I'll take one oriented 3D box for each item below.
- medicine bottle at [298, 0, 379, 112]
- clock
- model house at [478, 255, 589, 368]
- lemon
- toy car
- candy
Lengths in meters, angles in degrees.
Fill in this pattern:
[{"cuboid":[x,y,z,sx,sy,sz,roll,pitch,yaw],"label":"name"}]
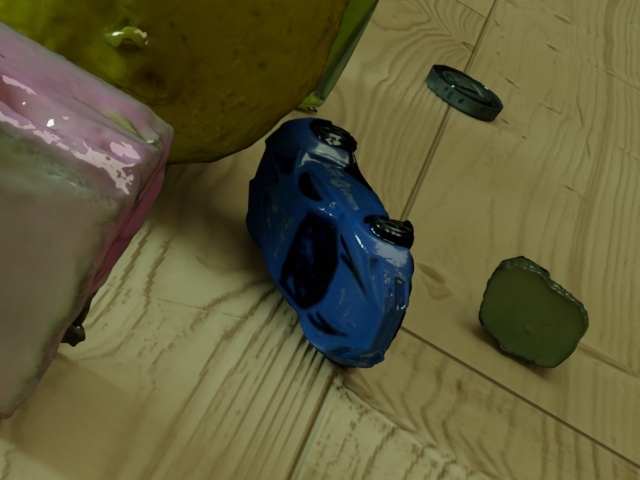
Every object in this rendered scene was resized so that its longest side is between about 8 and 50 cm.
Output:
[{"cuboid":[-0.089,-0.217,1.449,0.250,0.141,0.137,11,26,-42],"label":"medicine bottle"},{"cuboid":[0.145,-0.150,1.779,0.085,0.017,0.085,27,21,-11],"label":"clock"},{"cuboid":[0.157,0.045,1.284,0.079,0.066,0.083,33,20,3],"label":"model house"},{"cuboid":[-0.106,-0.189,1.179,0.268,0.268,0.322,28,31,-8],"label":"lemon"},{"cuboid":[0.000,0.000,1.130,0.063,0.103,0.216,10,27,-23],"label":"toy car"},{"cuboid":[-0.216,-0.047,0.867,0.265,0.155,0.116,31,24,1],"label":"candy"}]
